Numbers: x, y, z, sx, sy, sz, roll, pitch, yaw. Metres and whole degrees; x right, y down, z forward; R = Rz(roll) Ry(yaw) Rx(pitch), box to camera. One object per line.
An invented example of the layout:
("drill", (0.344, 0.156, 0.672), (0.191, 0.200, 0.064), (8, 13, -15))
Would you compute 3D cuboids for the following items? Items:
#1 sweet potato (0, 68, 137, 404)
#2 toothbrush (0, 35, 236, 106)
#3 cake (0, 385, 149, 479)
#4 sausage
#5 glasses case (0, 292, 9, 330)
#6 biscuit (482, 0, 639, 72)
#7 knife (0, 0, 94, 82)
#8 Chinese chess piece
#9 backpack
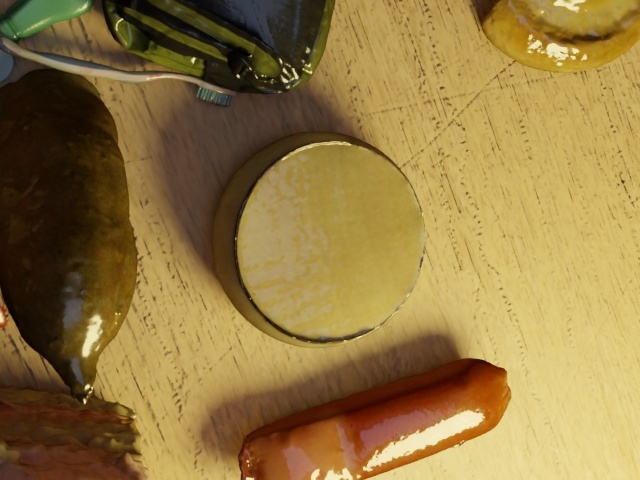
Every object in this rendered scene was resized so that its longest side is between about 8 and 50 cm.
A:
("sweet potato", (-0.258, -0.016, 1.017), (0.158, 0.369, 0.157), (-13, 141, -11))
("toothbrush", (-0.218, -0.184, 1.115), (0.269, 0.021, 0.027), (10, 95, -24))
("cake", (-0.324, 0.303, 1.006), (0.314, 0.307, 0.293), (3, 97, -17))
("sausage", (0.067, 0.228, 1.232), (0.348, 0.094, 0.097), (-16, 88, -13))
("glasses case", (-0.394, 0.016, 1.082), (0.073, 0.049, 0.194), (-21, 103, -13))
("biscuit", (0.329, -0.332, 1.243), (0.213, 0.091, 0.274), (21, 88, -17))
("knife", (-0.348, -0.202, 1.085), (0.260, 0.034, 0.063), (-37, 118, -3))
("Chinese chess piece", (0.000, 0.000, 1.176), (0.250, 0.103, 0.249), (-2, 97, -18))
("backpack", (-0.109, -0.268, 1.088), (0.253, 0.140, 0.207), (10, 95, -8))
